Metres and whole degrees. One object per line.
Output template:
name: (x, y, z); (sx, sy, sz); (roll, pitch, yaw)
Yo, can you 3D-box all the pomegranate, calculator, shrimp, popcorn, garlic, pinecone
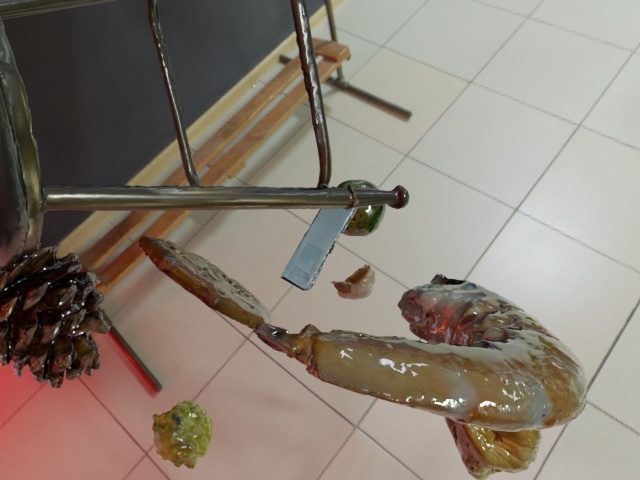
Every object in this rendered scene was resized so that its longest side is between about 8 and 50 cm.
pomegranate: (0.071, -0.060, 1.067); (0.122, 0.161, 0.122); (4, 72, -13)
calculator: (0.000, 0.000, 0.835); (0.057, 0.018, 0.172); (28, 81, 11)
shrimp: (0.105, 0.089, 0.395); (0.185, 0.287, 0.068); (17, 104, 32)
popcorn: (-0.364, 0.503, 1.338); (0.142, 0.173, 0.174); (-13, 48, 49)
garlic: (0.093, 0.109, 1.263); (0.094, 0.113, 0.074); (-27, 90, -47)
pinecone: (-0.394, 0.107, 0.727); (0.204, 0.184, 0.179); (43, 74, 2)

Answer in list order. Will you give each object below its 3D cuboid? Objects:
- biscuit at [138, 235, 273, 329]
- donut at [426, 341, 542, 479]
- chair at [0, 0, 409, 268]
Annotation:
biscuit: (-0.253, 0.092, 1.164); (0.359, 0.359, 0.046); (33, 87, 25)
donut: (0.358, 0.364, 1.161); (0.169, 0.360, 0.360); (-18, 58, 1)
chair: (-0.188, -0.165, 0.558); (0.410, 0.362, 0.364); (-21, 18, -40)
